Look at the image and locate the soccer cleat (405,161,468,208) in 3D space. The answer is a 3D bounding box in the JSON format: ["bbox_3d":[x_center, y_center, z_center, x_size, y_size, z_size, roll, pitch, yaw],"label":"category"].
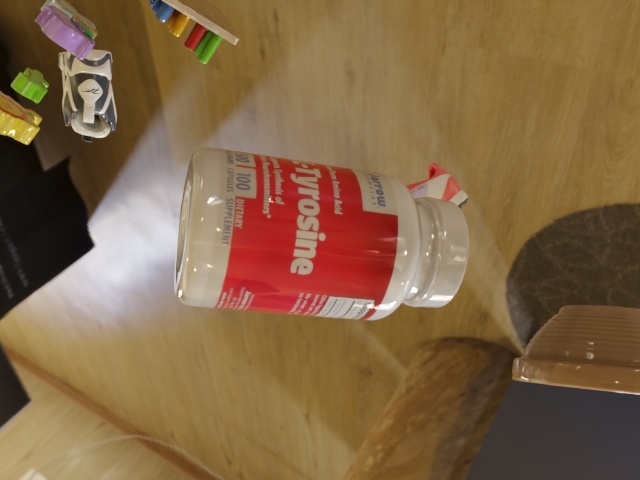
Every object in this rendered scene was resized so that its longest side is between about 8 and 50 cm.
[{"bbox_3d":[0.163,-0.045,1.286,0.116,0.318,0.108,55,161,5],"label":"soccer cleat"}]

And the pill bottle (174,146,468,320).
[{"bbox_3d":[0.000,0.000,0.925,0.408,0.229,0.229,6,142,-17],"label":"pill bottle"}]

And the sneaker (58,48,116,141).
[{"bbox_3d":[-0.419,-0.254,1.103,0.235,0.094,0.152,18,104,59],"label":"sneaker"}]

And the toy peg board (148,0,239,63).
[{"bbox_3d":[-0.253,-0.409,1.137,0.161,0.161,0.079,22,115,-37],"label":"toy peg board"}]

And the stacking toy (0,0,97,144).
[{"bbox_3d":[-0.218,-0.184,0.522,0.052,0.167,0.221,35,-172,-30],"label":"stacking toy"}]

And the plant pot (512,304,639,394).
[{"bbox_3d":[0.382,0.147,0.827,0.238,0.109,0.237,5,169,1],"label":"plant pot"}]
